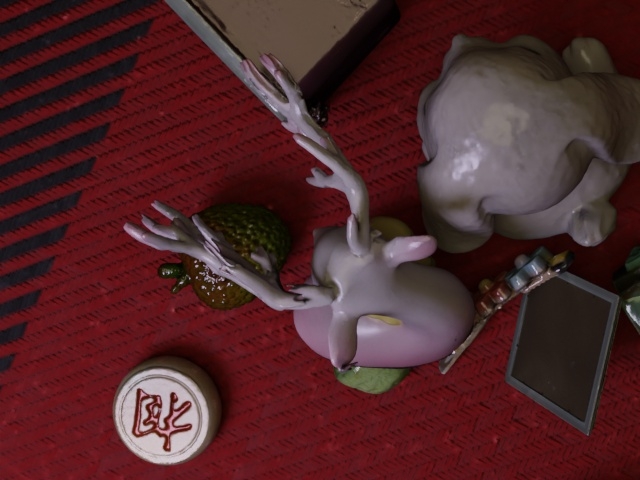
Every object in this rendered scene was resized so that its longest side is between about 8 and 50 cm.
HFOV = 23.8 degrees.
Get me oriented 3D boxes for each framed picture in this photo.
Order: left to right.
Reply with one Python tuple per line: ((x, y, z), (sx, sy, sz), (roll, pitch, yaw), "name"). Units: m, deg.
((0.245, 0.103, 1.539), (0.011, 0.183, 0.141), (8, 99, -21), "framed picture")

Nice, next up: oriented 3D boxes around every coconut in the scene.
((0.051, 0.118, 1.617), (0.096, 0.088, 0.088), (30, 103, -21), "coconut")

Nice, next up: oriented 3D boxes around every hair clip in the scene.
((0.174, 0.062, 1.584), (0.056, 0.062, 0.214), (40, 123, -7), "hair clip")

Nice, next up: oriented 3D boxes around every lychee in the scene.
((-0.101, 0.017, 1.621), (0.146, 0.114, 0.114), (-26, 92, -6), "lychee")

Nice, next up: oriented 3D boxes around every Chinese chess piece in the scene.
((-0.170, 0.189, 1.684), (0.122, 0.051, 0.122), (1, 97, 11), "Chinese chess piece")

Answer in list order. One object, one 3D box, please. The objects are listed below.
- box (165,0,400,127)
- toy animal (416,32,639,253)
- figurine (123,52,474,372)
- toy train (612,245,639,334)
((-0.060, -0.264, 1.540), (0.167, 0.193, 0.294), (-44, 88, 7), "box")
((0.197, -0.096, 1.452), (0.272, 0.265, 0.206), (-28, 72, 12), "toy animal")
((-0.005, 0.013, 1.446), (0.284, 0.315, 0.206), (38, 82, 17), "figurine")
((0.419, 0.134, 1.509), (0.129, 0.159, 0.326), (-32, 91, 15), "toy train")
